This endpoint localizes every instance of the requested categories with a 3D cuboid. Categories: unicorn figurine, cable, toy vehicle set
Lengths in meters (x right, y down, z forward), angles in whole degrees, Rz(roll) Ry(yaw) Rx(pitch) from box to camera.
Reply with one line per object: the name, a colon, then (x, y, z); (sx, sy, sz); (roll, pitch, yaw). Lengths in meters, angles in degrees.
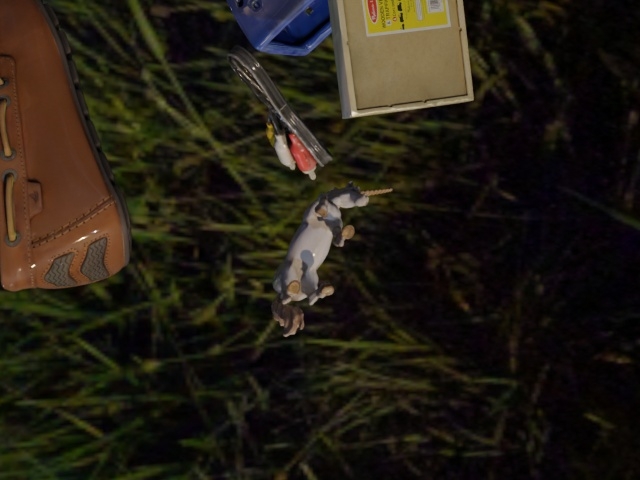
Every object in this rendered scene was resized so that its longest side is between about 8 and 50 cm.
unicorn figurine: (0.000, 0.000, 1.008); (0.162, 0.060, 0.111); (-50, 10, -3)
cable: (-0.070, -0.195, 1.932); (0.072, 0.287, 0.139); (-46, 54, -4)
toy vehicle set: (0.094, -0.294, 1.473); (0.035, 0.166, 0.267); (-170, 72, -73)

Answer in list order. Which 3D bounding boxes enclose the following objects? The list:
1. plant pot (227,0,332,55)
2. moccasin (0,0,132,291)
plant pot: (-0.045, -0.459, 1.950); (0.236, 0.236, 0.212); (-40, 83, 18)
moccasin: (-0.290, -0.111, 1.086); (0.139, 0.147, 0.380); (104, 147, -58)
